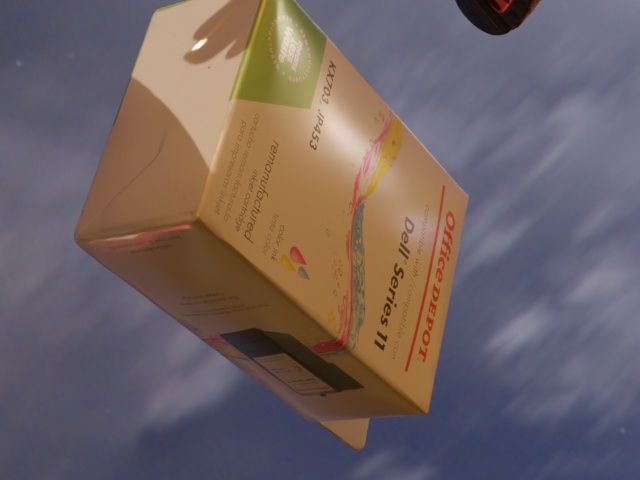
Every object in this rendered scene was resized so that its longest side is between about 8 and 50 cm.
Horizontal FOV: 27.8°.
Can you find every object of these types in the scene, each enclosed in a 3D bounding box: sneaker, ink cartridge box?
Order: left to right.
[{"bbox_3d":[0.000,0.000,0.969,0.119,0.207,0.353,-9,-36,35],"label":"ink cartridge box"},{"bbox_3d":[0.281,-0.349,1.491,0.116,0.313,0.136,48,-120,-17],"label":"sneaker"}]
